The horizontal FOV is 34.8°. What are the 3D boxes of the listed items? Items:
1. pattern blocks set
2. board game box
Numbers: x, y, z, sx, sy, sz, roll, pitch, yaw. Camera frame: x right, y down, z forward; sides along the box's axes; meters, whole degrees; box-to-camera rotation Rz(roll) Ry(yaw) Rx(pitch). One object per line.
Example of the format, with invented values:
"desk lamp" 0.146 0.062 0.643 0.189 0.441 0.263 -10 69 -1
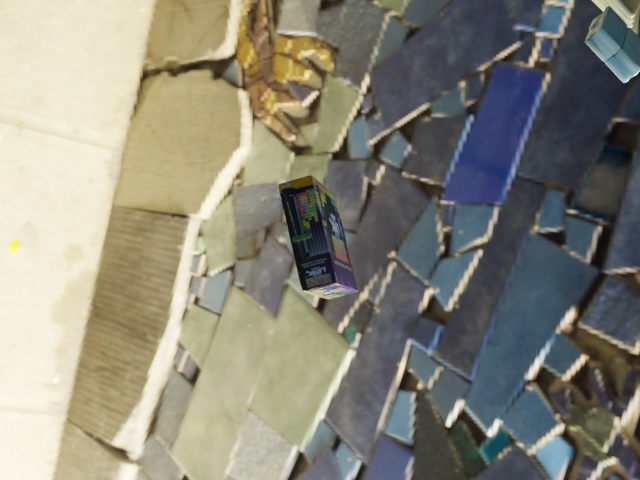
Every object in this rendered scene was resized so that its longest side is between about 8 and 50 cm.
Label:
"pattern blocks set" 0.228 -0.260 0.870 0.285 0.026 0.325 50 38 -1
"board game box" 0.000 0.000 1.328 0.170 0.048 0.141 27 48 -77
